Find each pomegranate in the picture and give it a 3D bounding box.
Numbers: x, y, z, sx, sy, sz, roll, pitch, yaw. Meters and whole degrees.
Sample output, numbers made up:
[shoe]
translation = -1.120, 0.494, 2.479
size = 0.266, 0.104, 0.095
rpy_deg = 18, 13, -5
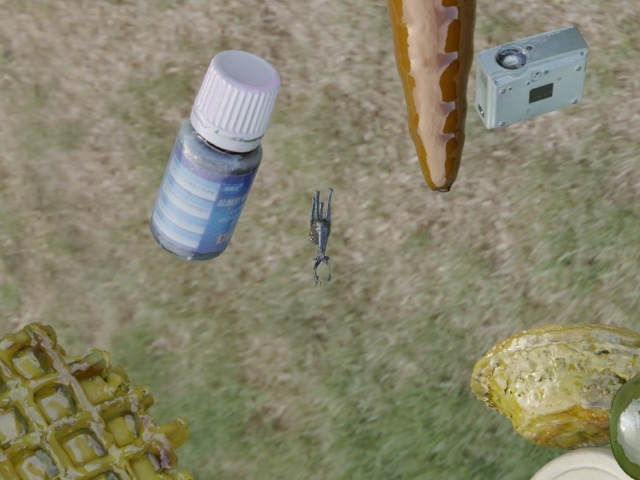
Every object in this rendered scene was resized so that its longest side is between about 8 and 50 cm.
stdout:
[pomegranate]
translation = 0.398, 0.180, 1.501
size = 0.152, 0.131, 0.191
rpy_deg = -8, 71, 28

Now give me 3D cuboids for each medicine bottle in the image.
[medicine bottle]
translation = -0.097, -0.078, 1.239
size = 0.083, 0.083, 0.203
rpy_deg = 33, 128, 14

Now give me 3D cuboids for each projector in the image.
[projector]
translation = 0.292, -0.222, 1.843
size = 0.147, 0.115, 0.061
rpy_deg = -17, 54, -7

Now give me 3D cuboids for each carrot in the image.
[carrot]
translation = 0.037, -0.183, 0.550
size = 0.069, 0.069, 0.336
rpy_deg = 0, 102, 21

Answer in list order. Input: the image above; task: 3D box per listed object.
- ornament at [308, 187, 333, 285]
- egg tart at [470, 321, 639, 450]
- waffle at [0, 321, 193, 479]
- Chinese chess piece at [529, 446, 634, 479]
[ornament]
translation = 0.000, 0.000, 1.710
size = 0.028, 0.073, 0.125
rpy_deg = 3, 73, -9
[egg tart]
translation = 0.359, 0.217, 1.900
size = 0.294, 0.294, 0.123
rpy_deg = -15, 57, 22
[waffle]
translation = -0.157, 0.131, 0.668
size = 0.070, 0.193, 0.197
rpy_deg = 124, 145, -48
[Chinese chess piece]
translation = 0.381, 0.415, 1.825
size = 0.273, 0.102, 0.273
rpy_deg = -22, 57, 40
